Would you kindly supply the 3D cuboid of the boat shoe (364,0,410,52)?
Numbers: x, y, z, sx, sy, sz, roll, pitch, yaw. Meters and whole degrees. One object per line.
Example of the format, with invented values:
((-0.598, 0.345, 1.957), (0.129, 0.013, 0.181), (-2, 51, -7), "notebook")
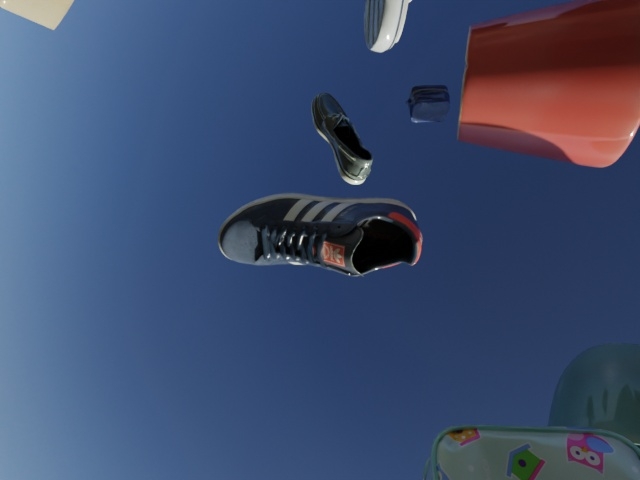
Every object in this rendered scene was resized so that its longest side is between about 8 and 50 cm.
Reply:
((0.108, -0.342, 0.493), (0.083, 0.076, 0.226), (-161, -102, -75), "boat shoe")

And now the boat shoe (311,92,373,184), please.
((0.067, -0.318, 1.168), (0.319, 0.116, 0.099), (69, -26, 20), "boat shoe")

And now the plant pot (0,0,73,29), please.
((-0.321, -0.317, 0.435), (0.096, 0.109, 0.109), (-39, -74, 5), "plant pot")

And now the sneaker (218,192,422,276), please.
((0.000, 0.000, 0.673), (0.350, 0.148, 0.131), (-7, -62, -2), "sneaker")

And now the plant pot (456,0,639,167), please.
((0.366, -0.262, 0.684), (0.243, 0.275, 0.275), (6, -83, 17), "plant pot")

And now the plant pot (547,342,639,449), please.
((0.589, 0.342, 0.762), (0.293, 0.235, 0.293), (17, -42, 16), "plant pot")

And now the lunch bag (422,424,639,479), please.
((0.208, 0.307, 0.331), (0.224, 0.279, 0.108), (-1, -42, 3), "lunch bag")

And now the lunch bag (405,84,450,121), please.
((0.250, -0.324, 0.951), (0.098, 0.067, 0.065), (0, -118, 0), "lunch bag")
